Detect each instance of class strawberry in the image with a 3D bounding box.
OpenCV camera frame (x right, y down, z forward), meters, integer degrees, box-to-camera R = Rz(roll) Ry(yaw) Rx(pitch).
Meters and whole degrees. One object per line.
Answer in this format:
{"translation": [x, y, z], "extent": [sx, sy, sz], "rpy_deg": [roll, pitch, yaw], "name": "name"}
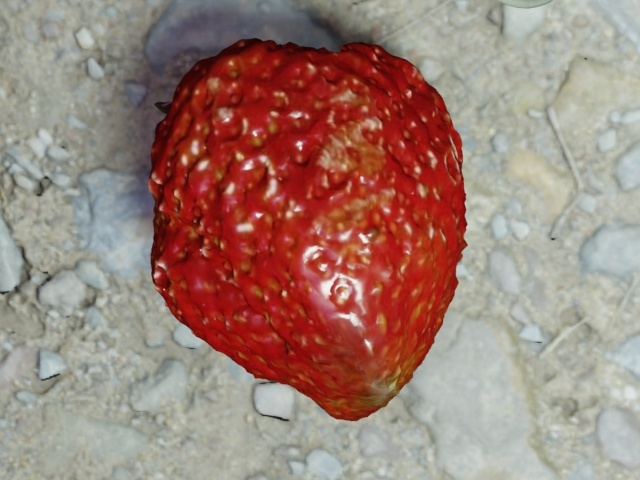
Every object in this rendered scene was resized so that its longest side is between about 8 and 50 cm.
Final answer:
{"translation": [0.000, 0.000, 1.018], "extent": [0.257, 0.257, 0.277], "rpy_deg": [-29, 52, 19], "name": "strawberry"}

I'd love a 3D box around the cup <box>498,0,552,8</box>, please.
{"translation": [0.107, -0.283, 0.991], "extent": [0.234, 0.186, 0.258], "rpy_deg": [12, 134, 20], "name": "cup"}
